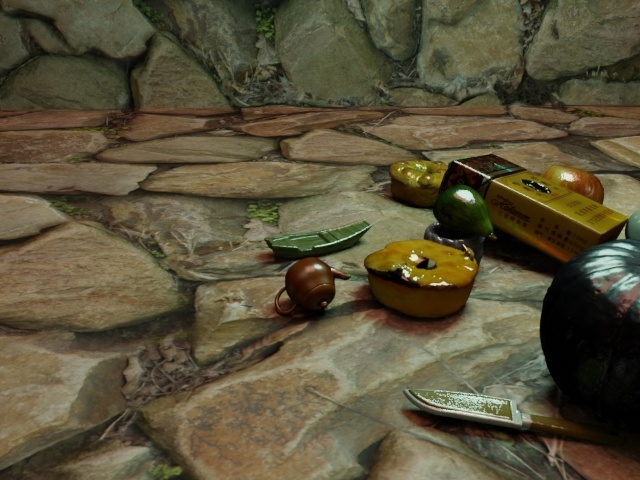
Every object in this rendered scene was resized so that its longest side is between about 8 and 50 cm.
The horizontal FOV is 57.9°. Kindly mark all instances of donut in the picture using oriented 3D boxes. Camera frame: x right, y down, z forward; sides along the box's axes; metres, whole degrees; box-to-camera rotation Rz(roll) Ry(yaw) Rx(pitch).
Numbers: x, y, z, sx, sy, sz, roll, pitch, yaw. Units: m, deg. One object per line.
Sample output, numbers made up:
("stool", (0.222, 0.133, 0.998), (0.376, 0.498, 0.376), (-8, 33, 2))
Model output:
("donut", (0.333, -0.191, 1.869), (0.227, 0.113, 0.226), (0, 24, 0))
("donut", (0.221, 0.073, 1.287), (0.254, 0.118, 0.253), (2, 27, -1))

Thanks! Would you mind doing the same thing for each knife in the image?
("knife", (0.304, 0.282, 0.934), (0.343, 0.027, 0.061), (7, 27, 9))

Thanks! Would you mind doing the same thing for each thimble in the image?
("thimble", (0.328, 0.016, 1.436), (0.150, 0.097, 0.150), (-1, 24, 0))

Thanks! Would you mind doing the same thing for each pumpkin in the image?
("pumpkin", (0.544, 0.151, 0.935), (0.364, 0.266, 0.363), (-1, 24, 0))

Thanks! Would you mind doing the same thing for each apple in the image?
("apple", (0.710, -0.129, 1.669), (0.160, 0.173, 0.195), (-15, 25, -35))

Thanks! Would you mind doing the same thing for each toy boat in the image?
("toy boat", (0.000, 0.000, 1.516), (0.293, 0.055, 0.093), (-12, 26, -23))

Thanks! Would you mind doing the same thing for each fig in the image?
("fig", (0.356, -0.063, 1.378), (0.117, 0.117, 0.177), (-14, 37, -29))

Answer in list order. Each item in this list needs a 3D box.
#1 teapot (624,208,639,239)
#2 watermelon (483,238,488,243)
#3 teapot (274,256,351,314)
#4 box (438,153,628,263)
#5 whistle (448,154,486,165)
("teapot", (0.877, -0.007, 1.466), (0.193, 0.129, 0.294), (22, 30, 39))
("watermelon", (0.393, -0.025, 1.585), (0.135, 0.125, 0.094), (33, -4, 4))
("teapot", (-0.019, 0.106, 1.241), (0.173, 0.116, 0.116), (-31, 29, -3))
("box", (0.547, -0.090, 1.510), (0.415, 0.115, 0.264), (35, 32, 30))
("whistle", (0.518, -0.220, 1.963), (0.141, 0.141, 0.294), (-12, 8, -26))
